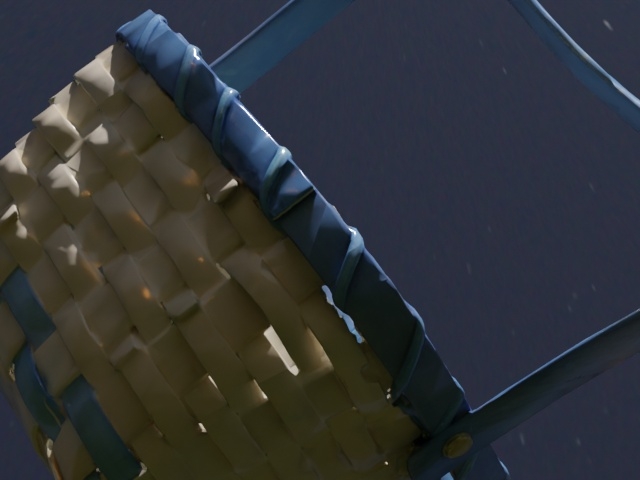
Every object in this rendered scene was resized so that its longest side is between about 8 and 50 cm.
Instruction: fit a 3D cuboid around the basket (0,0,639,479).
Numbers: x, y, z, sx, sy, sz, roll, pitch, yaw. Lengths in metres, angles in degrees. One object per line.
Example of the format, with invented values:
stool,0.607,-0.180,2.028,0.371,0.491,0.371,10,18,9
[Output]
basket,0.000,0.000,0.696,0.289,0.255,0.201,-36,-41,0
